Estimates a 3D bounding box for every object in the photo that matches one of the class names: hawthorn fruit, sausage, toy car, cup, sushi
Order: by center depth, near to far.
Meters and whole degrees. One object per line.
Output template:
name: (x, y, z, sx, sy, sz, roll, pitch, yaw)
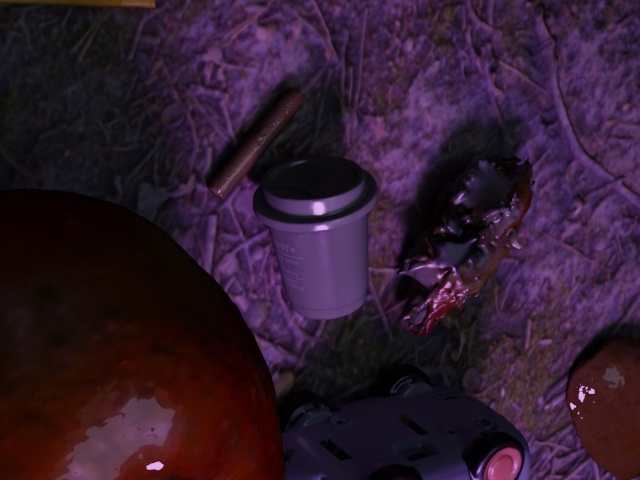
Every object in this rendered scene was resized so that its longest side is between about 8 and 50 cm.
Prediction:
hawthorn fruit: (-0.198, 0.170, 1.199, 0.403, 0.403, 0.403, -9, 106, -33)
sausage: (-0.059, -0.094, 1.452, 0.132, 0.024, 0.024, -51, 124, -13)
cup: (0.000, 0.000, 1.465, 0.120, 0.120, 0.141, -23, 122, -29)
toy car: (0.074, 0.267, 1.548, 0.270, 0.180, 0.212, -13, 119, -31)
sushi: (0.150, -0.003, 1.574, 0.103, 0.097, 0.226, 38, 77, -32)

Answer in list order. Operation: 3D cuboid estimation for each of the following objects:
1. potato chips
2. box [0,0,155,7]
potato chips: (0.370, 0.201, 1.810, 0.150, 0.049, 0.201, -38, 126, -16)
box: (-0.257, -0.269, 1.258, 0.269, 0.043, 0.152, -4, 103, -35)
